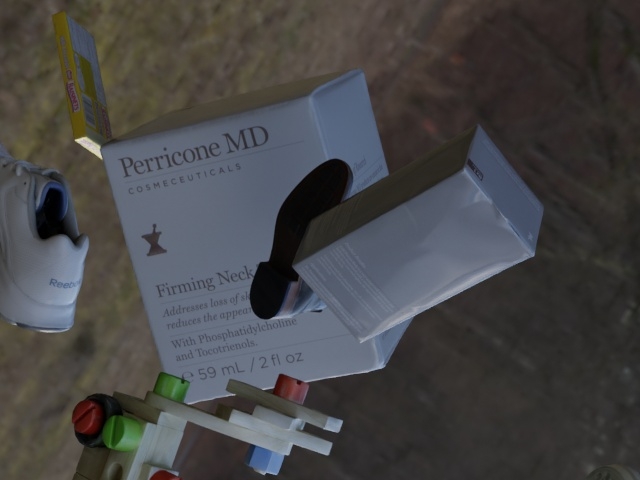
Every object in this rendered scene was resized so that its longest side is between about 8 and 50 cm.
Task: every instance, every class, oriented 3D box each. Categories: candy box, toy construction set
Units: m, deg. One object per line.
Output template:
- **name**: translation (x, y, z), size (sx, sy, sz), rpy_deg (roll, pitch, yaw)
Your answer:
- **candy box**: translation (-0.352, -0.230, 2.234), size (0.105, 0.027, 0.206), rpy_deg (45, 30, -69)
- **toy construction set**: translation (-0.131, 0.240, 1.271), size (0.215, 0.151, 0.328), rpy_deg (16, -111, 43)

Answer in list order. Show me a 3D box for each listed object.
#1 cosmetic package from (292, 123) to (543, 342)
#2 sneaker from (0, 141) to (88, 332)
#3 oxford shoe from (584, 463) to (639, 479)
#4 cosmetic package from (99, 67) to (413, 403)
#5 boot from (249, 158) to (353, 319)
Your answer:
- **cosmetic package**: translation (0.102, -0.005, 1.578), size (0.238, 0.127, 0.107), rpy_deg (-29, -158, 27)
- **sneaker**: translation (-0.317, -0.039, 1.601), size (0.111, 0.297, 0.129), rpy_deg (1, 131, -44)
- **oxford shoe**: translation (0.396, 0.480, 1.770), size (0.130, 0.449, 0.169), rpy_deg (-12, 179, -23)
- **cosmetic package**: translation (-0.075, -0.014, 2.208), size (0.329, 0.394, 0.327), rpy_deg (-12, -170, 16)
- **boot**: translation (0.000, 0.000, 1.833), size (0.106, 0.082, 0.219), rpy_deg (7, 119, -50)
